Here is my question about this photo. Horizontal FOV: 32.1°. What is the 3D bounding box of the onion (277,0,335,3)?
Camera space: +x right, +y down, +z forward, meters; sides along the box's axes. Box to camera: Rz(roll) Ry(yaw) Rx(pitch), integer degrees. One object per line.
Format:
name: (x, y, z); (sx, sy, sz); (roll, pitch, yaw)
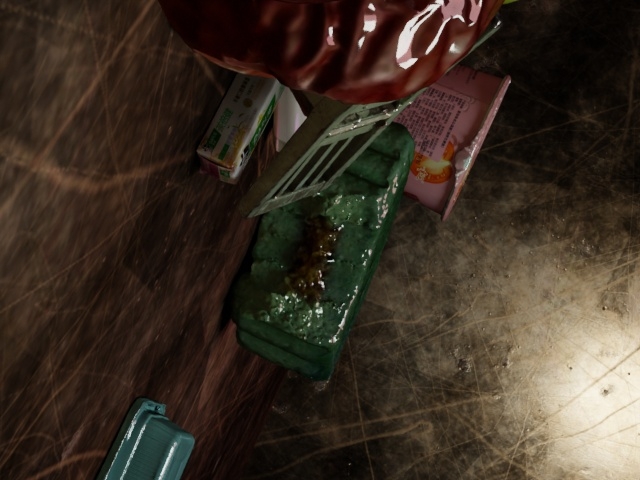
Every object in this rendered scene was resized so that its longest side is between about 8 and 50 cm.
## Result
onion: (-0.004, -0.226, 0.390); (0.221, 0.281, 0.281); (10, -109, 51)

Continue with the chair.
chair: (0.007, -0.161, 0.992); (0.136, 0.147, 0.270); (-23, 167, -49)

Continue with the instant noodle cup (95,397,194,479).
instant noodle cup: (-0.203, 0.266, 1.284); (0.179, 0.070, 0.157); (78, 35, -79)

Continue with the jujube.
jujube: (0.023, -0.250, 0.599); (0.216, 0.216, 0.342); (-42, 148, -76)

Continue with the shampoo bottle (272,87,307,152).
shampoo bottle: (-0.019, -0.171, 1.203); (0.227, 0.056, 0.086); (98, 18, -70)

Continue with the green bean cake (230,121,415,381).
green bean cake: (0.000, 0.000, 1.548); (0.308, 0.169, 0.300); (104, 10, -57)

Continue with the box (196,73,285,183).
box: (-0.053, -0.153, 1.049); (0.050, 0.041, 0.207); (102, 13, -76)

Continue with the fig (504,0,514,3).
fig: (0.188, -0.409, 1.309); (0.314, 0.233, 0.233); (-66, 177, -51)

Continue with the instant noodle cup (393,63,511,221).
instant noodle cup: (0.134, -0.180, 1.683); (0.243, 0.231, 0.243); (24, 90, -84)
